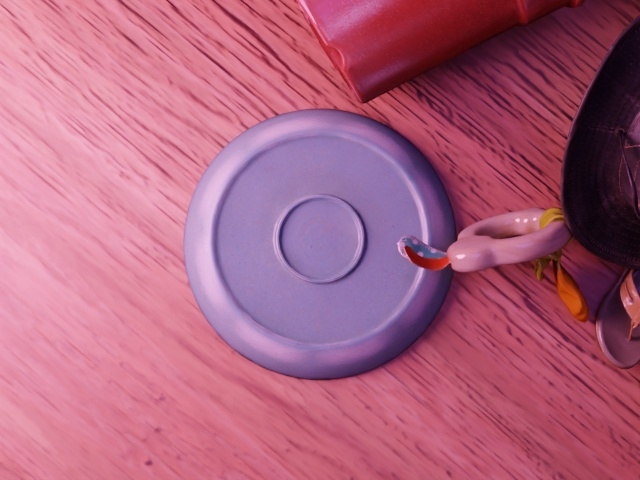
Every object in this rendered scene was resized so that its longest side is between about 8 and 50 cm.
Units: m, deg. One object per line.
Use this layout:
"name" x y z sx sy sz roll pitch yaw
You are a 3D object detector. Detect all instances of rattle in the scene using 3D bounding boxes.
"rattle" 0.190 0.043 1.339 0.200 0.130 0.143 -22 124 -22

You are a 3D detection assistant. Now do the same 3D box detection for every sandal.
"sandal" 0.371 0.060 1.364 0.072 0.049 0.180 32 84 4

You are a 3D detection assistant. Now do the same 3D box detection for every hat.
"hat" 0.408 -0.084 1.229 0.331 0.134 0.331 -6 120 -10

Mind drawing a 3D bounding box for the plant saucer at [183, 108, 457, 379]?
"plant saucer" 0.000 0.000 1.374 0.317 0.044 0.317 0 83 -1

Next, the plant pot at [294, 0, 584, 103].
"plant pot" 0.103 -0.301 1.315 0.265 0.272 0.272 -32 84 4
